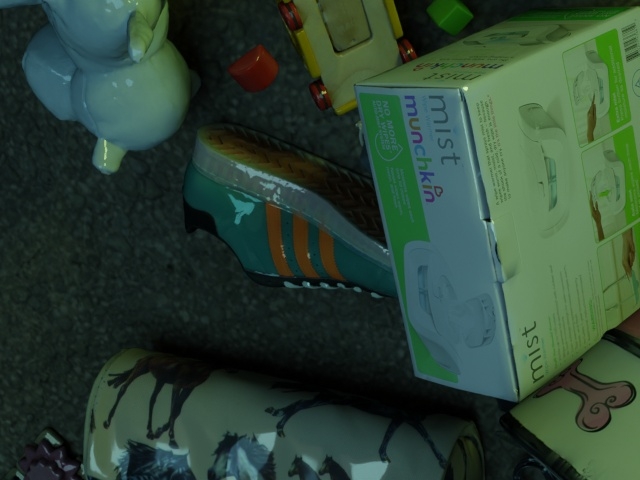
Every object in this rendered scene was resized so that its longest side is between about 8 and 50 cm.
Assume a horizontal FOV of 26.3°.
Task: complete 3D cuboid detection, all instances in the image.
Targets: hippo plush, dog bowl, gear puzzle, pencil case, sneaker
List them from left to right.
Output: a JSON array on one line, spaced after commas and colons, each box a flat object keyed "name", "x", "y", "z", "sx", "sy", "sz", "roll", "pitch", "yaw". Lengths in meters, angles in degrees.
[{"name": "gear puzzle", "x": -0.249, "y": 0.387, "z": 1.612, "sx": 0.339, "sy": 0.044, "sz": 0.175, "roll": 43, "pitch": 121, "yaw": 1}, {"name": "hippo plush", "x": -0.175, "y": -0.211, "z": 1.261, "sx": 0.294, "sy": 0.234, "sz": 0.236, "roll": 26, "pitch": 152, "yaw": 27}, {"name": "pencil case", "x": -0.035, "y": 0.233, "z": 1.386, "sx": 0.410, "sy": 0.160, "sz": 0.184, "roll": 10, "pitch": 99, "yaw": 19}, {"name": "sneaker", "x": 0.000, "y": 0.000, "z": 1.310, "sx": 0.302, "sy": 0.108, "sz": 0.121, "roll": 28, "pitch": 121, "yaw": 18}, {"name": "dog bowl", "x": 0.334, "y": 0.199, "z": 0.986, "sx": 0.408, "sy": 0.408, "sz": 0.150, "roll": 38, "pitch": 90, "yaw": 4}]

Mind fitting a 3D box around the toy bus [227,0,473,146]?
[{"name": "toy bus", "x": 0.014, "y": -0.201, "z": 1.210, "sx": 0.202, "sy": 0.191, "sz": 0.104, "roll": -57, "pitch": 41, "yaw": 30}]

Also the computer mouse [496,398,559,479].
[{"name": "computer mouse", "x": 0.212, "y": 0.177, "z": 1.338, "sx": 0.071, "sy": 0.041, "sz": 0.242, "roll": -3, "pitch": 117, "yaw": 22}]

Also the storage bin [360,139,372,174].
[{"name": "storage bin", "x": 0.104, "y": -0.077, "z": 1.229, "sx": 0.091, "sy": 0.098, "sz": 0.135, "roll": -15, "pitch": 137, "yaw": 37}]

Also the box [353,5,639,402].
[{"name": "box", "x": 0.171, "y": -0.037, "z": 1.127, "sx": 0.126, "sy": 0.231, "sz": 0.262, "roll": 10, "pitch": 120, "yaw": 48}]

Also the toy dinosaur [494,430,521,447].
[{"name": "toy dinosaur", "x": 0.315, "y": 0.133, "z": 1.244, "sx": 0.313, "sy": 0.121, "sz": 0.160, "roll": -6, "pitch": 98, "yaw": 30}]
